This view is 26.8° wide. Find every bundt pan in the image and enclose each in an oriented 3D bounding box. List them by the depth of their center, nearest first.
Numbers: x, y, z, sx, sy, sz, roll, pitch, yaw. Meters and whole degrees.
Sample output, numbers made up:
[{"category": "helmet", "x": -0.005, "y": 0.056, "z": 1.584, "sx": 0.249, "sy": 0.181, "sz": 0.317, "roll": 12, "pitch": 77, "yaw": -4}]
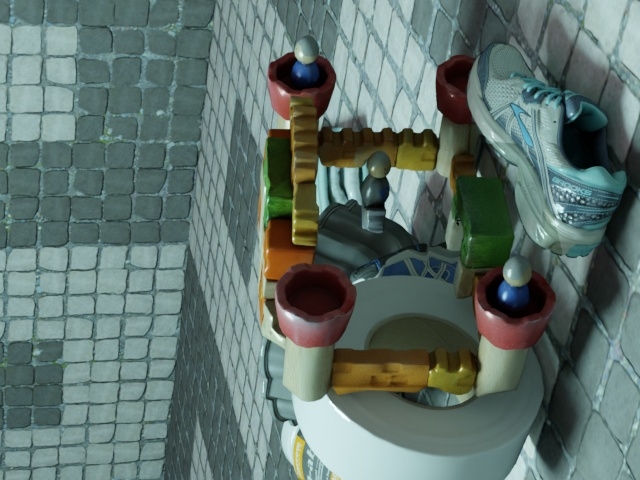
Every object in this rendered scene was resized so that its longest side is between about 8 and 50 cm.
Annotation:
[{"category": "bundt pan", "x": 0.053, "y": 0.117, "z": 1.855, "sx": 0.331, "sy": 0.124, "sz": 0.331, "roll": -43, "pitch": -38, "yaw": -47}]

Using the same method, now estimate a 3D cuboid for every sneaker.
[{"category": "sneaker", "x": 0.254, "y": -0.123, "z": 1.444, "sx": 0.122, "sy": 0.110, "sz": 0.283, "roll": -58, "pitch": 41, "yaw": 42}, {"category": "sneaker", "x": 0.125, "y": 0.050, "z": 1.727, "sx": 0.080, "sy": 0.211, "sz": 0.081, "roll": -23, "pitch": 79, "yaw": 46}]

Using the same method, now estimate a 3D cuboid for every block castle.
[{"category": "block castle", "x": 0.082, "y": -0.043, "z": 1.554, "sx": 0.453, "sy": 0.303, "sz": 0.213, "roll": -94, "pitch": 7, "yaw": -45}]

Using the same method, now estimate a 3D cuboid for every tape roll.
[{"category": "tape roll", "x": 0.113, "y": 0.171, "z": 1.583, "sx": 0.286, "sy": 0.286, "sz": 0.100, "roll": -107, "pitch": 22, "yaw": -43}]

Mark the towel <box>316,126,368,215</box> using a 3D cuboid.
[{"category": "towel", "x": 0.000, "y": 0.000, "z": 2.325, "sx": 0.320, "sy": 0.090, "sz": 0.374, "roll": 180, "pitch": 89, "yaw": -73}]

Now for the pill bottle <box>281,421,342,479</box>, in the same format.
[{"category": "pill bottle", "x": 0.052, "y": 0.323, "z": 1.977, "sx": 0.278, "sy": 0.162, "sz": 0.162, "roll": -159, "pitch": 68, "yaw": -64}]

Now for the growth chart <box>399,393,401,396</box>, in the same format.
[{"category": "growth chart", "x": 0.106, "y": 0.289, "z": 2.097, "sx": 0.172, "sy": 0.021, "sz": 0.237, "roll": 166, "pitch": 101, "yaw": -73}]
